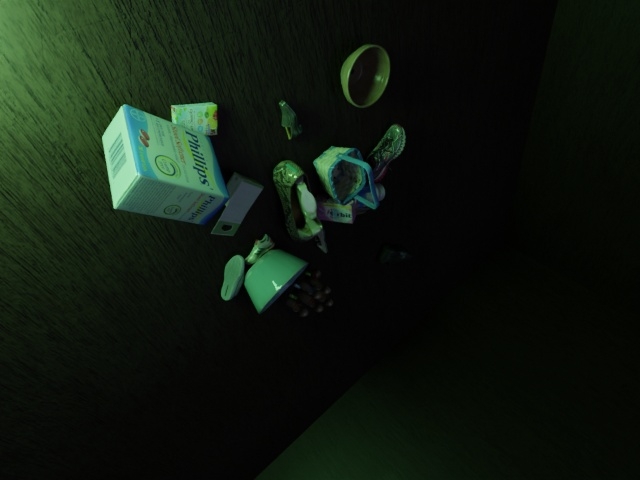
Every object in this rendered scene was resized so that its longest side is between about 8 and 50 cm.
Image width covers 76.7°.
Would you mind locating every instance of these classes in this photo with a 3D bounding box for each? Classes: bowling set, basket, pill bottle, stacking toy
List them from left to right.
[{"bbox_3d":[-0.142,0.217,2.059,0.167,0.052,0.221,-56,144,5],"label":"stacking toy"},{"bbox_3d":[-0.024,0.265,2.076,0.287,0.154,0.200,-24,143,-55],"label":"bowling set"},{"bbox_3d":[0.123,-0.275,1.742,0.201,0.289,0.255,-40,142,-16],"label":"basket"},{"bbox_3d":[0.206,-0.223,1.969,0.221,0.124,0.124,-14,129,-38],"label":"pill bottle"}]

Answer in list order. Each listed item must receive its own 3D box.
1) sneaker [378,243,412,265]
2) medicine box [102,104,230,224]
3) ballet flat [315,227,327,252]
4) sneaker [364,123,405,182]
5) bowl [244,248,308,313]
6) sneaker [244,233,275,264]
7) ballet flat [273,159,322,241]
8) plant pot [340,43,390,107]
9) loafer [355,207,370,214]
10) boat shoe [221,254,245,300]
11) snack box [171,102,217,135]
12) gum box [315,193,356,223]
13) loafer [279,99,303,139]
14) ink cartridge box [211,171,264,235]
[{"bbox_3d":[0.473,0.098,2.588,0.286,0.109,0.130,9,119,-40],"label":"sneaker"},{"bbox_3d":[-0.449,-0.210,1.184,0.149,0.263,0.289,-39,151,29],"label":"medicine box"},{"bbox_3d":[0.000,0.000,2.045,0.052,0.057,0.168,-13,130,-4],"label":"ballet flat"},{"bbox_3d":[0.305,-0.423,1.958,0.112,0.121,0.299,14,109,-49],"label":"sneaker"},{"bbox_3d":[-0.215,0.156,1.784,0.311,0.163,0.311,-46,176,-4],"label":"bowl"},{"bbox_3d":[-0.279,0.035,1.774,0.161,0.057,0.075,-39,125,-17],"label":"sneaker"},{"bbox_3d":[-0.076,-0.123,1.746,0.164,0.182,0.483,-38,141,-20],"label":"ballet flat"},{"bbox_3d":[0.160,-0.664,1.618,0.237,0.110,0.237,-26,135,-29],"label":"plant pot"},{"bbox_3d":[0.140,-0.164,2.034,0.251,0.094,0.087,-6,148,-33],"label":"loafer"},{"bbox_3d":[-0.371,0.154,1.758,0.076,0.083,0.226,-23,144,-60],"label":"boat shoe"},{"bbox_3d":[-0.403,-0.386,1.304,0.141,0.037,0.100,-19,131,-36],"label":"snack box"},{"bbox_3d":[0.065,-0.148,1.882,0.062,0.188,0.107,-65,156,-43],"label":"gum box"},{"bbox_3d":[-0.120,-0.453,1.534,0.061,0.062,0.170,-41,141,-7],"label":"loafer"},{"bbox_3d":[-0.327,-0.132,1.531,0.235,0.056,0.171,-55,165,8],"label":"ink cartridge box"}]
